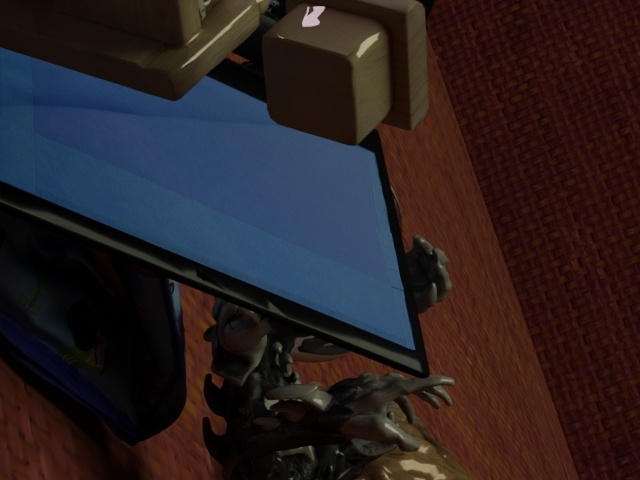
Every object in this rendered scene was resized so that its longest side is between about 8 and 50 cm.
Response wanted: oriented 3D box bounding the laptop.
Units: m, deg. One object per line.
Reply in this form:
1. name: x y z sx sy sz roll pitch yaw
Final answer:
1. laptop: -0.024 -0.115 0.826 0.234 0.264 0.136 24 1 -30

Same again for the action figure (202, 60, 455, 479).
1. action figure: 0.001 0.053 1.007 0.164 0.141 0.275 -95 177 -53

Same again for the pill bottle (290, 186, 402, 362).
1. pill bottle: 0.000 0.000 1.488 0.121 0.121 0.221 64 12 -13

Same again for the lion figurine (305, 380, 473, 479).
1. lion figurine: 0.059 0.279 1.179 0.240 0.142 0.392 48 25 -37

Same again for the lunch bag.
1. lunch bag: -0.130 -0.049 1.022 0.293 0.138 0.221 64 7 -51

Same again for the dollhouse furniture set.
1. dollhouse furniture set: -0.094 -0.238 0.661 0.174 0.356 0.303 -46 145 -40
